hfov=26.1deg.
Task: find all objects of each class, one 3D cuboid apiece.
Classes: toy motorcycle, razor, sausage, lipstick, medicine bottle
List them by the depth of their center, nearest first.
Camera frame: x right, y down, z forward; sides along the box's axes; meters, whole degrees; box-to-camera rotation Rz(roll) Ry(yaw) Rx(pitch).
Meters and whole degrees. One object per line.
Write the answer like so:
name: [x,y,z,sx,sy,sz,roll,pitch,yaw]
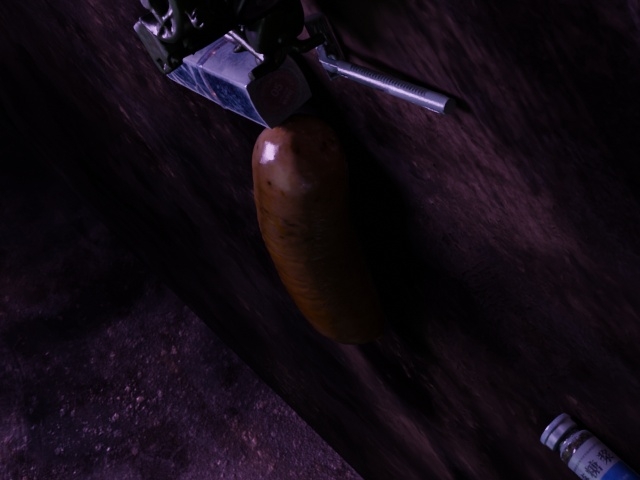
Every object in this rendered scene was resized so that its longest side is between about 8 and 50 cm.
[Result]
toy motorcycle: [-0.086,-0.221,1.297,0.127,0.205,0.275,54,154,3]
razor: [0.057,-0.162,1.375,0.211,0.036,0.084,35,162,46]
medicine bottle: [0.344,0.281,1.619,0.191,0.051,0.051,41,164,28]
lipstick: [-0.118,-0.213,1.685,0.289,0.076,0.077,33,160,55]
sausage: [-0.003,0.000,1.799,0.136,0.123,0.501,12,152,17]
